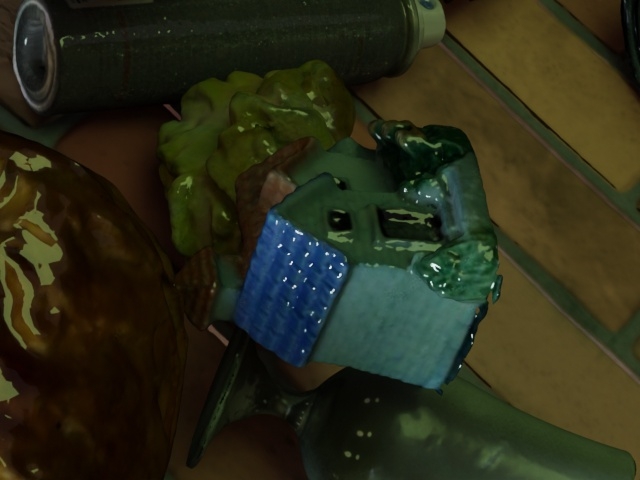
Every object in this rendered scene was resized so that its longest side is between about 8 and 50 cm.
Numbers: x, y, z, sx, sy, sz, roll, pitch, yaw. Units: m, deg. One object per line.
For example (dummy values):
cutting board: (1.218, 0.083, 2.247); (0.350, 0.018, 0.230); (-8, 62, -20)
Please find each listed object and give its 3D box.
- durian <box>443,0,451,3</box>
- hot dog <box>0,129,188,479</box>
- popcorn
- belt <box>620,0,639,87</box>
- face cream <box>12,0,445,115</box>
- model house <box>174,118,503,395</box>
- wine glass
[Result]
durian: (0.096, -0.212, 1.306); (0.188, 0.091, 0.148); (-7, 42, -19)
hot dog: (-0.203, 0.134, 0.891); (0.267, 0.174, 0.387); (21, 64, -10)
popcorn: (-0.032, -0.034, 1.118); (0.125, 0.126, 0.145); (51, 30, -21)
belt: (0.322, -0.118, 1.278); (0.116, 0.206, 0.267); (-16, 63, -33)
face cream: (-0.048, -0.125, 1.192); (0.283, 0.073, 0.073); (-8, 63, -29)
model house: (0.000, 0.000, 0.988); (0.149, 0.119, 0.148); (5, 43, -15)
wine glass: (0.051, 0.117, 1.050); (0.231, 0.103, 0.103); (23, 52, -6)
